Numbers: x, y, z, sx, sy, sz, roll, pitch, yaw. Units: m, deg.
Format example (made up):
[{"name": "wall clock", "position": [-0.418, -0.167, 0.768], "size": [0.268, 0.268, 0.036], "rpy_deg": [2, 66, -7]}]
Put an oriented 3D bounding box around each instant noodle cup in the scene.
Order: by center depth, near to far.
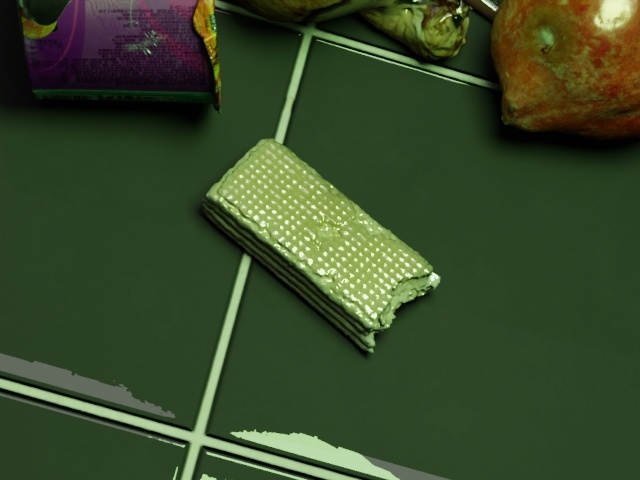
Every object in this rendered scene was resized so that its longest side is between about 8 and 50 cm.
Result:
[{"name": "instant noodle cup", "position": [-0.205, -0.244, 1.674], "size": [0.190, 0.251, 0.251], "rpy_deg": [-5, 64, -5]}]

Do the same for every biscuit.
[{"name": "biscuit", "position": [0.000, 0.000, 1.680], "size": [0.239, 0.062, 0.108], "rpy_deg": [40, 61, 9]}]

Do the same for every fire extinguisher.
[{"name": "fire extinguisher", "position": [0.170, -0.292, 1.890], "size": [0.100, 0.032, 0.046], "rpy_deg": [37, 72, 1]}]

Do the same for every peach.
[{"name": "peach", "position": [0.287, -0.209, 1.766], "size": [0.232, 0.232, 0.257], "rpy_deg": [40, 69, 10]}]

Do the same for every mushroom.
[{"name": "mushroom", "position": [0.019, -0.309, 1.784], "size": [0.267, 0.267, 0.254], "rpy_deg": [-9, 99, -17]}]
